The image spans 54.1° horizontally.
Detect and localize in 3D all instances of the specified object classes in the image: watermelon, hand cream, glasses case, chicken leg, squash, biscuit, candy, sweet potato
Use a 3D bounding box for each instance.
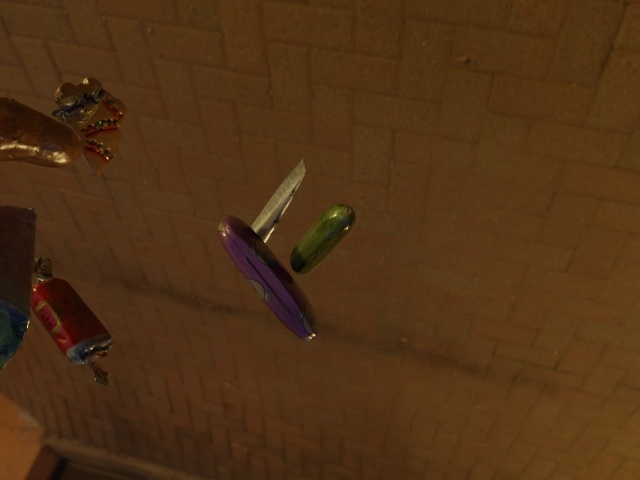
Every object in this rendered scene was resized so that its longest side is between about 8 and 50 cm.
[{"bbox_3d":[-0.511,0.063,0.919,0.213,0.201,0.262,-32,100,34],"label":"watermelon"},{"bbox_3d":[-0.096,-0.074,1.376,0.050,0.080,0.234,27,110,-20],"label":"hand cream"},{"bbox_3d":[-0.106,0.080,1.311,0.076,0.123,0.316,-36,101,3],"label":"glasses case"},{"bbox_3d":[-0.487,-0.275,1.273,0.178,0.093,0.070,-5,106,47],"label":"chicken leg"},{"bbox_3d":[0.000,0.000,1.309,0.069,0.069,0.239,27,138,-13],"label":"squash"},{"bbox_3d":[-0.542,-0.273,1.509,0.041,0.239,0.212,-7,175,24],"label":"biscuit"},{"bbox_3d":[-0.448,0.139,1.116,0.059,0.086,0.292,-46,76,22],"label":"candy"},{"bbox_3d":[-0.407,-0.119,0.638,0.354,0.095,0.106,-5,152,-44],"label":"sweet potato"}]
